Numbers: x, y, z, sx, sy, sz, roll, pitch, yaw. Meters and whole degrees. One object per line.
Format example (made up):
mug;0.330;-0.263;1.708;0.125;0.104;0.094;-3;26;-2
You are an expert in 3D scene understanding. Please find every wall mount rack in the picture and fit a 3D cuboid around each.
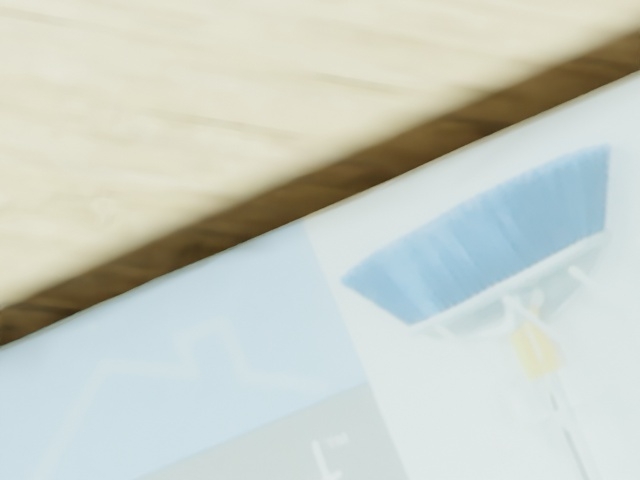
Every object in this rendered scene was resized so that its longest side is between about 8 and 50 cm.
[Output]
wall mount rack;0.000;0.000;0.272;0.350;0.130;0.304;-23;88;1
